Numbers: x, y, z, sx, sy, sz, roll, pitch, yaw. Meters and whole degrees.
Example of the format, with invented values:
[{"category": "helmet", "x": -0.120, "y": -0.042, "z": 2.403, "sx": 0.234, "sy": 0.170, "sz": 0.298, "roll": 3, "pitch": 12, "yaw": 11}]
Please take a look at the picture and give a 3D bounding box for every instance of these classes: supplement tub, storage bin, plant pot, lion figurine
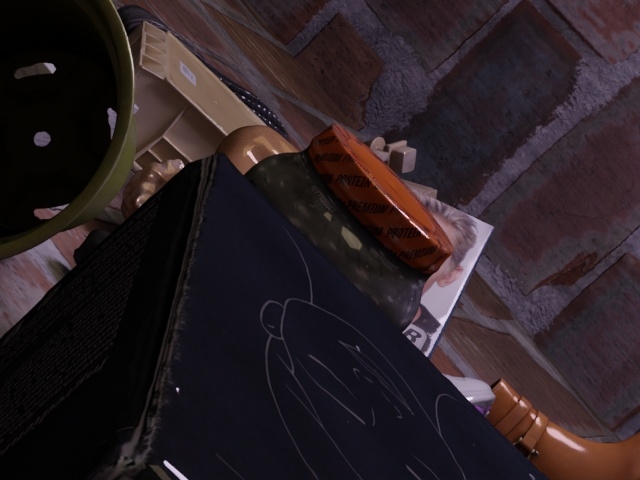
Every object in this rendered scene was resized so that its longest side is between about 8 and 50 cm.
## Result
[{"category": "supplement tub", "x": -0.050, "y": 0.060, "z": 1.282, "sx": 0.193, "sy": 0.316, "sz": 0.193, "roll": 45, "pitch": 11, "yaw": -11}, {"category": "storage bin", "x": -0.183, "y": -0.150, "z": 2.029, "sx": 0.260, "sy": 0.123, "sz": 0.262, "roll": 43, "pitch": 12, "yaw": -19}, {"category": "plant pot", "x": -0.272, "y": -0.105, "z": 1.279, "sx": 0.276, "sy": 0.276, "sz": 0.254, "roll": 48, "pitch": -1, "yaw": 7}, {"category": "lion figurine", "x": -0.099, "y": -0.047, "z": 1.788, "sx": 0.240, "sy": 0.142, "sz": 0.392, "roll": 49, "pitch": 26, "yaw": -13}]

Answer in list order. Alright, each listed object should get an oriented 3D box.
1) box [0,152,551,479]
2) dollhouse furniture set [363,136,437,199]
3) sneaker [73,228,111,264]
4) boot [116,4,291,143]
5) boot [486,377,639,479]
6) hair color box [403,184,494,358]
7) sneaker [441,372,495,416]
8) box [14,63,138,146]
[{"category": "box", "x": -0.005, "y": 0.258, "z": 0.809, "sx": 0.480, "sy": 0.297, "sz": 0.472, "roll": 45, "pitch": 10, "yaw": -12}, {"category": "dollhouse furniture set", "x": 0.000, "y": 0.000, "z": 2.221, "sx": 0.174, "sy": 0.303, "sz": 0.355, "roll": 19, "pitch": 24, "yaw": 34}, {"category": "sneaker", "x": -0.152, "y": 0.039, "z": 1.546, "sx": 0.130, "sy": 0.109, "sz": 0.286, "roll": 44, "pitch": 8, "yaw": 20}, {"category": "boot", "x": -0.187, "y": -0.247, "z": 2.395, "sx": 0.338, "sy": 0.118, "sz": 0.222, "roll": 46, "pitch": 5, "yaw": -26}, {"category": "boot", "x": 0.303, "y": 0.267, "z": 1.955, "sx": 0.220, "sy": 0.283, "sz": 0.109, "roll": 55, "pitch": 16, "yaw": 1}, {"category": "hair color box", "x": 0.052, "y": 0.076, "z": 1.636, "sx": 0.174, "sy": 0.105, "sz": 0.347, "roll": 26, "pitch": 41, "yaw": 6}, {"category": "sneaker", "x": 0.086, "y": 0.168, "z": 1.718, "sx": 0.305, "sy": 0.114, "sz": 0.152, "roll": 4, "pitch": 49, "yaw": -45}, {"category": "box", "x": -0.322, "y": -0.175, "z": 1.597, "sx": 0.181, "sy": 0.119, "sz": 0.182, "roll": 49, "pitch": 12, "yaw": 11}]
